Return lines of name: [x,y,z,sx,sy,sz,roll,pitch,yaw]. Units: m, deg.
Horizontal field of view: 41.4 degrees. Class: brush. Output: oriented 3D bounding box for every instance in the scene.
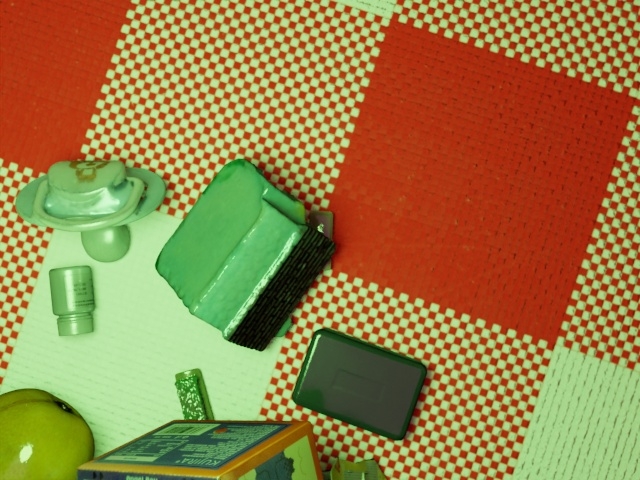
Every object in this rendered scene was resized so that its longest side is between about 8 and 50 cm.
brush: [-0.222,0.388,1.626,0.054,0.048,0.282,-16,89,6]

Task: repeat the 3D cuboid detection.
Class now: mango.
mango: [-0.587,0.423,1.537,0.378,0.264,0.221,-35,132,5]

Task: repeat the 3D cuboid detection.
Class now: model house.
model house: [0.030,0.519,1.560,0.135,0.207,0.219,-18,68,30]
model house: [-0.113,0.039,1.575,0.248,0.230,0.280,35,94,-39]

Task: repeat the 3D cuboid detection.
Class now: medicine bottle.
medicine bottle: [-0.475,0.115,1.623,0.080,0.080,0.130,-6,89,2]

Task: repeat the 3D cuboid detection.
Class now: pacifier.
pacifier: [-0.428,-0.042,1.598,0.278,0.227,0.207,0,128,2]

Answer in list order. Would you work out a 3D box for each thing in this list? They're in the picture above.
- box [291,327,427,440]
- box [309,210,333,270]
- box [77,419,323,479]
box: [0.075,0.273,1.614,0.230,0.050,0.160,19,90,2]
box: [0.000,0.000,1.637,0.048,0.025,0.115,3,88,1]
box: [-0.188,0.493,1.432,0.348,0.257,0.319,-7,95,36]
